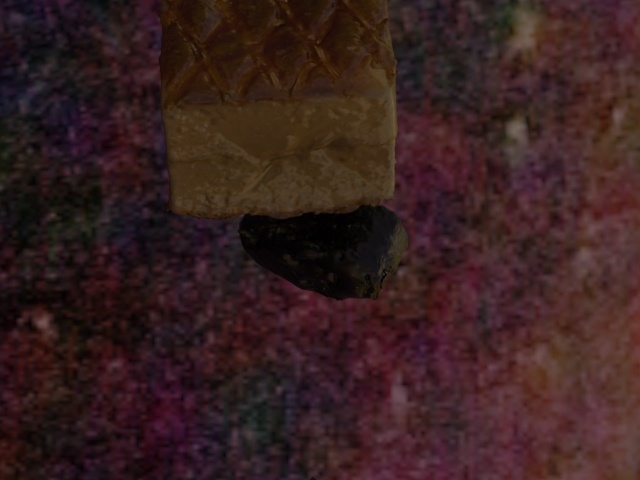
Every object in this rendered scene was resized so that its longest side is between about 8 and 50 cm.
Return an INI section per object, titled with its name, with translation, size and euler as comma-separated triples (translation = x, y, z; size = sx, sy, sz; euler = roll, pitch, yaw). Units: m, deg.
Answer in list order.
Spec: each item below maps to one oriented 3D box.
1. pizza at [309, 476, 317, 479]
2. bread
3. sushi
[pizza]
translation = -0.003, 0.227, 1.270
size = 0.025, 0.083, 0.078
euler = 41, 38, -20
[bread]
translation = -0.052, -0.183, 1.866
size = 0.279, 0.279, 0.207
euler = -91, -179, -48
[sushi]
translation = 0.000, 0.000, 2.079
size = 0.127, 0.225, 0.124
euler = -57, 149, -23
